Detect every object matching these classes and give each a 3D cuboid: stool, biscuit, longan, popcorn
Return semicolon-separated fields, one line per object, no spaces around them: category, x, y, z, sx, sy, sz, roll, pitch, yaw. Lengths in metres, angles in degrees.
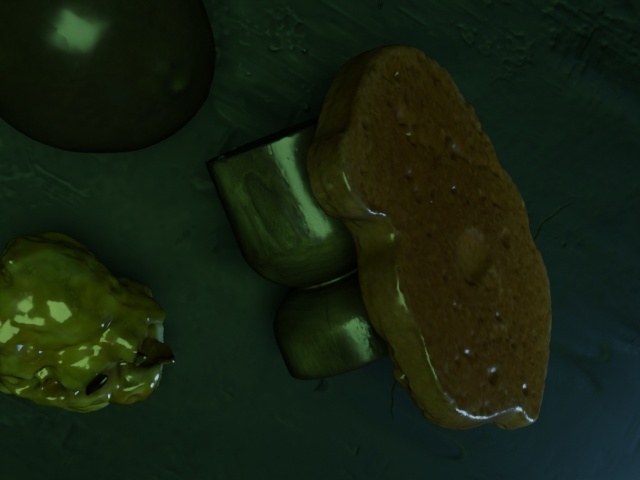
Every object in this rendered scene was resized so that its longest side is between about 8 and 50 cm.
stool;0.000;0.000;1.149;0.179;0.179;0.264;-22;100;-7
biscuit;0.139;0.003;1.120;0.350;0.078;0.455;-39;109;-48
longan;-0.237;-0.209;1.052;0.258;0.258;0.258;-1;96;-9
popcorn;-0.283;0.100;1.111;0.253;0.191;0.190;32;104;-20
